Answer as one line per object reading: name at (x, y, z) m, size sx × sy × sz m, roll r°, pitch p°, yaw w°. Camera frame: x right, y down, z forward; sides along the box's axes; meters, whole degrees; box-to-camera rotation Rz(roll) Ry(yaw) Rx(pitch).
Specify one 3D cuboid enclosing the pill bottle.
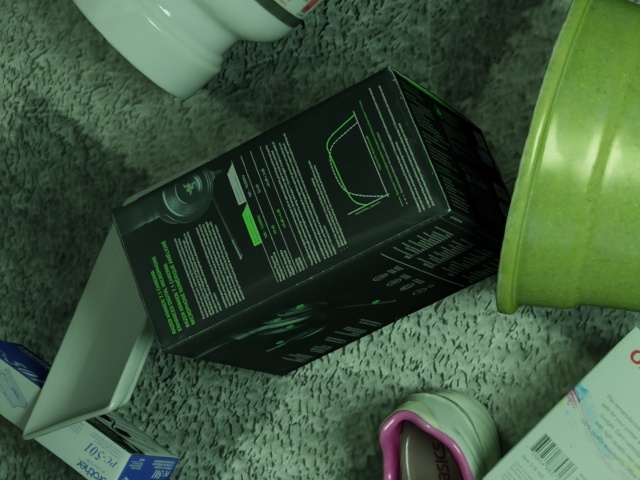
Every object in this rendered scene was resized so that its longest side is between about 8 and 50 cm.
pill bottle at (-0.047, -0.308, 1.542) m, size 0.363 × 0.210 × 0.210 m, roll -43°, pitch 68°, yaw 10°

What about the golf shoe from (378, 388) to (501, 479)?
golf shoe at (0.108, 0.269, 1.417) m, size 0.115 × 0.140 × 0.306 m, roll -20°, pitch 75°, yaw 16°

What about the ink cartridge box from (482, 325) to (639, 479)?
ink cartridge box at (0.245, 0.177, 1.380) m, size 0.176 × 0.127 × 0.128 m, roll -46°, pitch 67°, yaw 10°

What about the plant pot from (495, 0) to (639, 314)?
plant pot at (0.296, -0.043, 1.348) m, size 0.253 × 0.276 × 0.276 m, roll 15°, pitch 87°, yaw 12°

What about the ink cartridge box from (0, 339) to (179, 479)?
ink cartridge box at (-0.237, 0.161, 1.598) m, size 0.207 × 0.097 × 0.046 m, roll 32°, pitch 94°, yaw 24°

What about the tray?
tray at (-0.171, 0.056, 1.548) m, size 0.145 × 0.030 × 0.270 m, roll -23°, pitch 39°, yaw 47°

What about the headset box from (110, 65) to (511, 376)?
headset box at (0.000, 0.000, 1.450) m, size 0.283 × 0.246 × 0.131 m, roll -27°, pitch 72°, yaw 17°
